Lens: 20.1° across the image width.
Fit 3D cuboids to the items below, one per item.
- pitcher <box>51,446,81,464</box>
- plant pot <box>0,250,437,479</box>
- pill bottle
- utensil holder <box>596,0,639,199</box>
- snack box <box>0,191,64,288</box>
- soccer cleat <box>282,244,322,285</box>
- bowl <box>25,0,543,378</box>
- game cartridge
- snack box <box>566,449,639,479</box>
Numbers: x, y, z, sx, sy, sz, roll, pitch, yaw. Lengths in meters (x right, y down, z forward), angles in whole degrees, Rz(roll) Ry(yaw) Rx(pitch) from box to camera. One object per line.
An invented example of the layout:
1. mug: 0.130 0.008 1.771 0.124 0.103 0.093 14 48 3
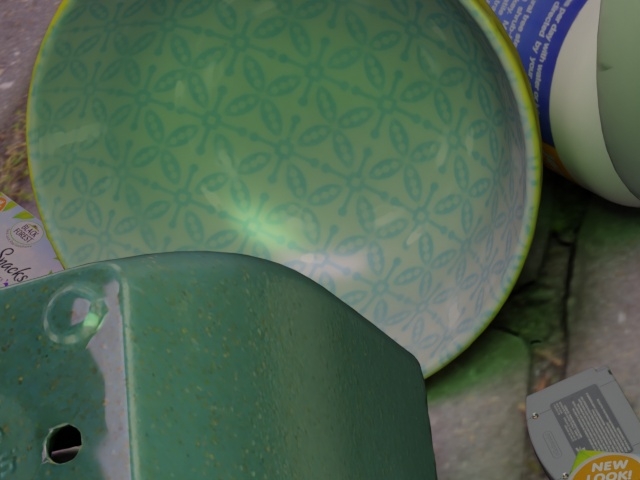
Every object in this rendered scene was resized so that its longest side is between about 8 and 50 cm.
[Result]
1. pitcher: -0.195 0.099 1.041 0.178 0.125 0.207 -45 47 -11
2. plant pot: -0.094 0.134 0.765 0.247 0.252 0.247 -15 60 14
3. pill bottle: 0.167 -0.109 1.060 0.152 0.152 0.272 -36 37 -14
4. utensil holder: 0.360 -0.095 0.724 0.385 0.328 0.327 25 58 30
5. snack box: -0.218 0.029 1.218 0.100 0.037 0.141 -38 37 -18
6. soccer cleat: 0.000 0.000 1.133 0.035 0.029 0.083 6 49 24
7. bowl: -0.006 -0.064 1.042 0.289 0.290 0.156 -12 15 19
8. game cartridge: 0.138 0.102 0.931 0.056 0.017 0.083 -21 36 0
9. snack box: 0.165 0.189 0.760 0.174 0.070 0.207 -1 41 31
